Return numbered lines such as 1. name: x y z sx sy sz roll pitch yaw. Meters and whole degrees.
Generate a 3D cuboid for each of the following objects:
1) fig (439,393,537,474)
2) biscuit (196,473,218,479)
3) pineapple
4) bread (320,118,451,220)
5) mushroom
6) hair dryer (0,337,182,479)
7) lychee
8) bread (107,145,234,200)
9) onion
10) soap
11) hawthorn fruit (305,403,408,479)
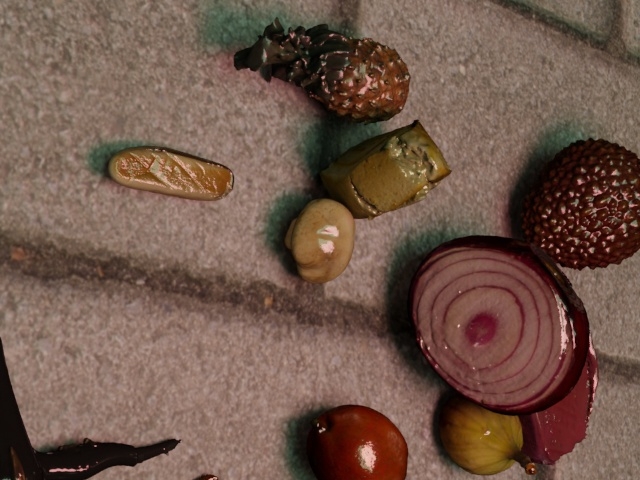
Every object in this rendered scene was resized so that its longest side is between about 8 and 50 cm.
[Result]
1. fig: 0.301 0.372 1.814 0.143 0.231 0.160 -35 121 13
2. biscuit: -0.186 0.478 1.583 0.126 0.025 0.206 -19 98 -33
3. pineapple: 0.000 -0.276 1.647 0.310 0.170 0.141 9 78 -42
4. bread: 0.113 -0.111 1.675 0.186 0.257 0.124 -32 98 -9
5. mushroom: 0.000 0.000 1.669 0.112 0.148 0.148 18 76 8
6. hair dryer: -0.356 0.281 1.456 0.359 0.120 0.304 1 74 -44
7. lychee: 0.503 -0.058 1.944 0.271 0.271 0.271 1 88 -34
8. bread: -0.230 -0.104 1.553 0.214 0.053 0.073 8 88 -36
9. onion: 0.325 0.135 1.791 0.336 0.282 0.260 42 17 14
10. soap: 0.436 0.288 1.960 0.182 0.112 0.289 19 80 -29
11. hawthorn fruit: 0.055 0.345 1.663 0.169 0.169 0.188 -55 126 -22
